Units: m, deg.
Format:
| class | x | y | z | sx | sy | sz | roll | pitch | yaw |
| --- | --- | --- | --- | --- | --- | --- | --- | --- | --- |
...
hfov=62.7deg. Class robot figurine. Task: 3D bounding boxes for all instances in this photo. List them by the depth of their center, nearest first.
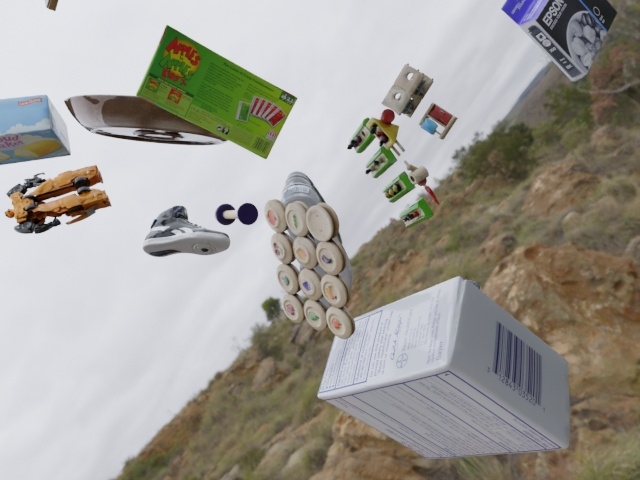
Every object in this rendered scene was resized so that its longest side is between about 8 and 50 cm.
| class | x | y | z | sx | sy | sz | roll | pitch | yaw |
| --- | --- | --- | --- | --- | --- | --- | --- | --- | --- |
| robot figurine | -0.806 | -0.120 | 1.610 | 0.290 | 0.211 | 0.085 | -21 | -27 | -13 |

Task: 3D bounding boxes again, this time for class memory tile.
| class | x | y | z | sx | sy | sz | roll | pitch | yaw |
| --- | --- | --- | --- | --- | --- | --- | --- | --- | --- |
| memory tile | -0.014 | 0.030 | 0.553 | 0.012 | 0.113 | 0.148 | -25 | -66 | -39 |

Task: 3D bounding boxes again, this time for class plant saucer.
| class | x | y | z | sx | sy | sz | roll | pitch | yaw |
| --- | --- | --- | --- | --- | --- | --- | --- | --- | --- |
| plant saucer | -0.290 | -0.209 | 0.946 | 0.310 | 0.310 | 0.050 | -11 | -76 | -75 |

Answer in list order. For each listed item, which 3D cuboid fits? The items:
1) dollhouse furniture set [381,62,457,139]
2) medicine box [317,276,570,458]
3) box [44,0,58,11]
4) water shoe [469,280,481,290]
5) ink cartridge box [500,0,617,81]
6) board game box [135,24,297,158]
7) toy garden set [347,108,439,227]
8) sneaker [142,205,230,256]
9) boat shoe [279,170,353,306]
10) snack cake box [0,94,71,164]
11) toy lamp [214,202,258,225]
| class | x | y | z | sx | sy | sz | roll | pitch | yaw |
| --- | --- | --- | --- | --- | --- | --- | --- | --- | --- |
| dollhouse furniture set | 0.298 | -0.392 | 1.489 | 0.129 | 0.183 | 0.129 | -58 | -15 | 21 |
| medicine box | 0.192 | 0.222 | 0.842 | 0.289 | 0.263 | 0.149 | -30 | 32 | 46 |
| box | -0.570 | -0.631 | 1.138 | 0.021 | 0.165 | 0.201 | 4 | -41 | -41 |
| water shoe | 0.334 | 0.186 | 1.224 | 0.203 | 0.072 | 0.080 | -53 | -42 | -35 |
| ink cartridge box | 0.478 | -0.455 | 1.039 | 0.206 | 0.208 | 0.045 | -56 | 12 | -23 |
| board game box | -0.132 | -0.188 | 0.678 | 0.092 | 0.181 | 0.043 | -61 | 25 | 11 |
| toy garden set | 0.147 | -0.141 | 1.082 | 0.049 | 0.244 | 0.204 | -34 | -2 | -16 |
| sneaker | -0.308 | -0.032 | 1.229 | 0.079 | 0.216 | 0.121 | 67 | -156 | -54 |
| boat shoe | 0.000 | 0.000 | 1.119 | 0.119 | 0.120 | 0.335 | -86 | -15 | -49 |
| snack cake box | -0.722 | -0.238 | 1.174 | 0.264 | 0.089 | 0.152 | -11 | -10 | -12 |
| toy lamp | -0.289 | -0.088 | 1.747 | 0.080 | 0.080 | 0.274 | -46 | 22 | -21 |
